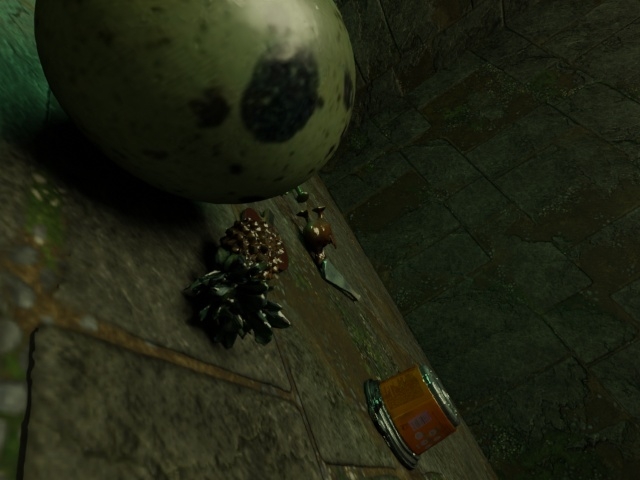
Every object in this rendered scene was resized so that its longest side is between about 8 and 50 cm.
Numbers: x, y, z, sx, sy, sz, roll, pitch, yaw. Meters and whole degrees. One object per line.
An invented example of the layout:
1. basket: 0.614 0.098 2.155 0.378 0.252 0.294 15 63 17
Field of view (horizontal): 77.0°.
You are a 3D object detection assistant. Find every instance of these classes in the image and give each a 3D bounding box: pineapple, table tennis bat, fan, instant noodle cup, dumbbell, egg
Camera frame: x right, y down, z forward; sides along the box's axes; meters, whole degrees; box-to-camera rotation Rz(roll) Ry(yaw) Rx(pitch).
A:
1. pineapple: -0.083 0.035 0.474 0.103 0.083 0.221 53 11 -18
2. table tennis bat: -0.105 -0.015 0.776 0.130 0.019 0.220 53 10 -22
3. fan: 0.063 0.131 1.160 0.282 0.023 0.057 49 40 -53
4. instant noodle cup: 0.185 0.323 0.779 0.177 0.126 0.208 59 8 23
5. dumbbell: -0.083 -0.193 1.482 0.046 0.052 0.118 -5 51 -33
6. egg: -0.107 -0.181 0.450 0.287 0.288 0.379 56 15 -5

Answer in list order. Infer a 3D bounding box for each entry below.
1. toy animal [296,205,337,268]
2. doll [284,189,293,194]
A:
1. toy animal: 0.000 0.000 1.149 0.188 0.089 0.179 34 41 -71
2. doll: -0.112 -0.199 1.245 0.078 0.077 0.113 40 16 -36
